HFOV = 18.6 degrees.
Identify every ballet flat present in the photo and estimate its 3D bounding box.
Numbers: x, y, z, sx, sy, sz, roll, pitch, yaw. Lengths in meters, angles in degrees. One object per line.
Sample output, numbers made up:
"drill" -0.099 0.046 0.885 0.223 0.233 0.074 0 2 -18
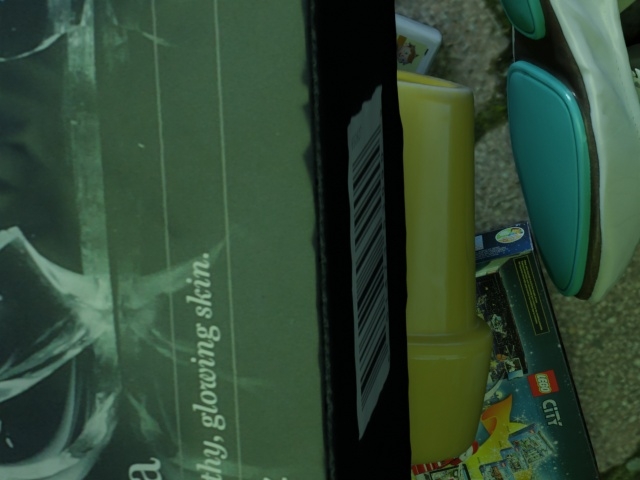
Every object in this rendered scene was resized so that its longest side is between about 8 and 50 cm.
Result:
"ballet flat" 0.187 -0.140 1.329 0.139 0.139 0.400 -13 118 7

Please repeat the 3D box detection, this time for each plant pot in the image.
"plant pot" 0.000 0.000 1.310 0.254 0.254 0.239 9 98 -5

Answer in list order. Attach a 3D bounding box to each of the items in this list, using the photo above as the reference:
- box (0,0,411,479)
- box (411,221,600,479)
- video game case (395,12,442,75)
"box" -0.203 0.018 1.048 0.472 0.297 0.479 0 105 10
"box" 0.112 0.111 1.505 0.159 0.044 0.233 -15 118 8
"video game case" -0.043 -0.091 1.403 0.193 0.023 0.212 20 116 -11
